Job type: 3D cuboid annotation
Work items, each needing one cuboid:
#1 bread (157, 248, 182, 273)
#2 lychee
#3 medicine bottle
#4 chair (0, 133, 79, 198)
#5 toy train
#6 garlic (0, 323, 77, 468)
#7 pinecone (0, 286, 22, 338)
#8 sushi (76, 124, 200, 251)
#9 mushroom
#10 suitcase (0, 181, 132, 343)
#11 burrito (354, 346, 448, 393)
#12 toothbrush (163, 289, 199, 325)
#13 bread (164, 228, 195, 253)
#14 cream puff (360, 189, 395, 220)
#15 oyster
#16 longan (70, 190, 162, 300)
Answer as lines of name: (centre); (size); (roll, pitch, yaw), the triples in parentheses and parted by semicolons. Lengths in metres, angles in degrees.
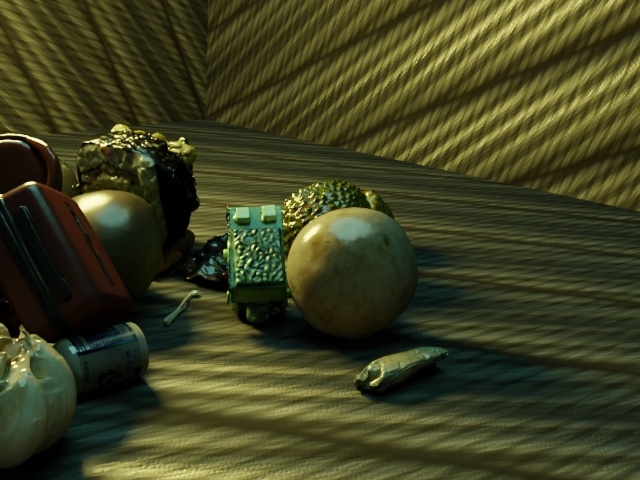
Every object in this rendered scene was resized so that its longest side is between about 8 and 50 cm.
bread: (-0.421, 0.059, 1.934); (0.052, 0.044, 0.157); (-18, 8, 26)
lychee: (0.008, -0.009, 1.905); (0.270, 0.320, 0.270); (33, 5, -4)
medicine bottle: (-0.421, 0.220, 1.335); (0.191, 0.107, 0.107); (-12, 24, -40)
chair: (-0.729, -0.138, 1.798); (0.226, 0.227, 0.401); (0, -2, -13)
toy train: (-0.147, 0.052, 1.694); (0.159, 0.188, 0.272); (-2, 58, -6)
garlic: (-0.480, 0.232, 1.150); (0.184, 0.203, 0.281); (15, 9, -26)
pinecone: (-0.699, 0.103, 1.364); (0.246, 0.292, 0.246); (1, 59, -1)
sushi: (-0.455, -0.151, 1.974); (0.328, 0.328, 0.285); (2, 24, 29)
mushroom: (0.066, 0.064, 1.649); (0.297, 0.298, 0.290); (2, 7, -8)
suitcase: (-0.511, 0.048, 1.402); (0.161, 0.297, 0.236); (-31, -9, 0)
burrito: (0.164, 0.254, 1.450); (0.229, 0.058, 0.063); (-9, 24, -37)
toothbrush: (-0.327, 0.155, 1.709); (0.022, 0.017, 0.204); (-12, 14, 14)
bread: (-0.405, 0.007, 2.080); (0.082, 0.060, 0.113); (19, 25, 40)
cream puff: (0.092, -0.030, 2.161); (0.281, 0.185, 0.282); (-13, -19, -4)
oyster: (-0.237, 0.035, 1.992); (0.221, 0.096, 0.361); (19, 24, 20)
longan: (-0.514, 0.019, 1.681); (0.288, 0.289, 0.350); (-11, 9, -40)
